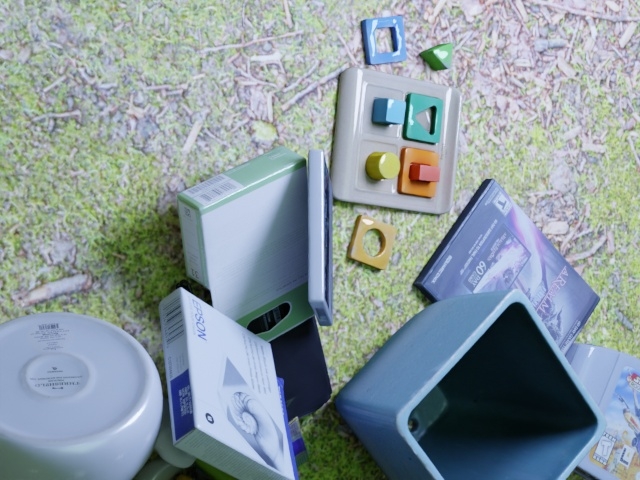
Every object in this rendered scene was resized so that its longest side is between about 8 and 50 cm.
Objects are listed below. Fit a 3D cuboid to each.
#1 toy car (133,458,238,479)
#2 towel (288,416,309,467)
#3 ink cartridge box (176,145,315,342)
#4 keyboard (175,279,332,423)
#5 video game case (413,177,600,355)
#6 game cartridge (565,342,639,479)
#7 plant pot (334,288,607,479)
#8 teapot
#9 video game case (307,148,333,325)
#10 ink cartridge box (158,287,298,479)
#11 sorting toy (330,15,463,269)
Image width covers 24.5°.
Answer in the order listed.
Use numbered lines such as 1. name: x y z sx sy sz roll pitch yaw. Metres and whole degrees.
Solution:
1. toy car: -0.127 0.315 1.816 0.182 0.159 0.136 -48 150 -21
2. towel: -0.044 0.273 1.914 0.060 0.009 0.083 -34 131 -27
3. ink cartridge box: -0.087 0.020 1.840 0.171 0.056 0.235 -28 130 -33
4. keyboard: -0.097 0.094 1.882 0.201 0.033 0.317 -20 101 -35
5. video game case: 0.274 0.073 2.119 0.274 0.026 0.196 45 69 -24
6. game cartridge: 0.461 0.282 2.227 0.297 0.062 0.198 32 79 -29
7. plant pot: 0.165 0.222 1.919 0.247 0.252 0.248 -44 113 -23
8. teapot: -0.304 0.218 1.665 0.252 0.256 0.187 -45 154 -46
9. video game case: 0.000 0.000 1.850 0.022 0.173 0.190 -1 77 4
10. ink cartridge box: -0.091 0.190 1.735 0.224 0.045 0.223 36 27 -37
11. sorting toy: 0.112 -0.132 1.997 0.196 0.047 0.347 6 88 -32
